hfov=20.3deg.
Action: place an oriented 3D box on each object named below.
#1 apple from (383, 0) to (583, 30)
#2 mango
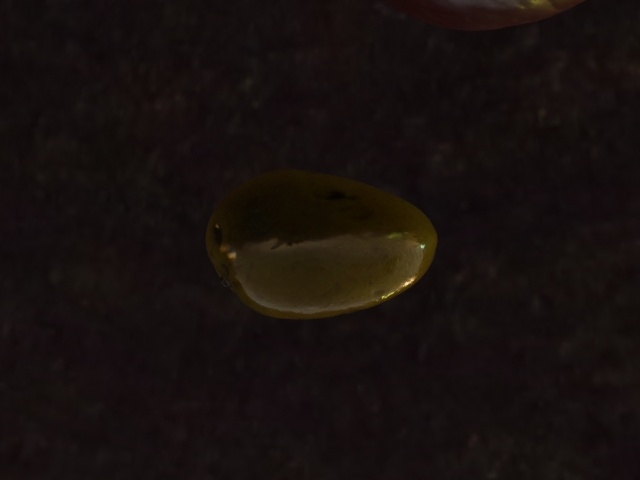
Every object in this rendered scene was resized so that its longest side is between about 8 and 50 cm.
[{"bbox_3d":[0.135,-0.310,1.374,0.306,0.305,0.235,-15,133,13],"label":"apple"},{"bbox_3d":[0.000,0.000,1.499,0.195,0.137,0.098,-6,143,12],"label":"mango"}]
